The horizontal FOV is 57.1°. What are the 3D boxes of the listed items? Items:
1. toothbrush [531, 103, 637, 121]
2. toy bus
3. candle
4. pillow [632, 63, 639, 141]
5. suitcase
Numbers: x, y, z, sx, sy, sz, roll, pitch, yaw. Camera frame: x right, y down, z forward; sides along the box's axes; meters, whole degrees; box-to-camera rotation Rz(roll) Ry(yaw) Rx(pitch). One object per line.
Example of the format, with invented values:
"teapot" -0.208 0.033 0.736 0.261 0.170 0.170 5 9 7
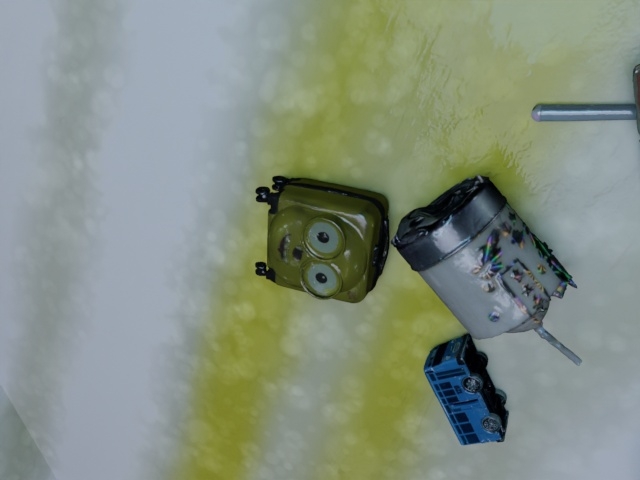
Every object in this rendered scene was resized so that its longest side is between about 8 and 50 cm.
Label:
"toothbrush" 0.476 -0.176 0.822 0.342 0.025 0.030 7 120 21
"toy bus" 0.264 0.273 1.072 0.106 0.090 0.185 -21 102 32
"candle" 0.276 0.061 0.920 0.187 0.187 0.330 -39 94 32
"pillow" 0.496 -0.149 0.787 0.126 0.043 0.232 -7 126 30
"suitcase" 0.000 0.000 1.040 0.235 0.143 0.194 13 116 18
